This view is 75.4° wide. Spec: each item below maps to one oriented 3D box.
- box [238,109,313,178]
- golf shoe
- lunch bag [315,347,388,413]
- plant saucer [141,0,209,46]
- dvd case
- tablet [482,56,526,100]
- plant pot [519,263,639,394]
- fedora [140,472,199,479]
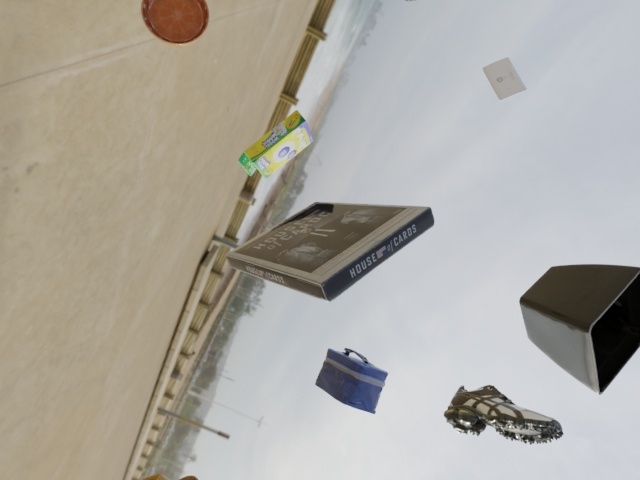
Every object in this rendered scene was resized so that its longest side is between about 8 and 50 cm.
[{"bbox_3d":[-0.104,-0.216,0.977,0.179,0.043,0.105,-37,164,0],"label":"box"},{"bbox_3d":[0.318,0.296,0.733,0.198,0.077,0.094,-10,-145,42],"label":"golf shoe"},{"bbox_3d":[0.042,0.187,0.573,0.098,0.067,0.065,5,-111,59],"label":"lunch bag"},{"bbox_3d":[-0.185,-0.290,0.532,0.084,0.083,0.013,-66,-170,-6],"label":"plant saucer"},{"bbox_3d":[0.000,0.000,0.544,0.179,0.030,0.238,-33,-156,-29],"label":"dvd case"},{"bbox_3d":[0.358,-0.316,0.808,0.006,0.054,0.084,48,23,-69],"label":"tablet"},{"bbox_3d":[0.527,0.156,0.847,0.187,0.188,0.167,-36,-153,-18],"label":"plant pot"},{"bbox_3d":[-0.304,0.472,0.712,0.194,0.079,0.194,-32,-170,6],"label":"fedora"}]
